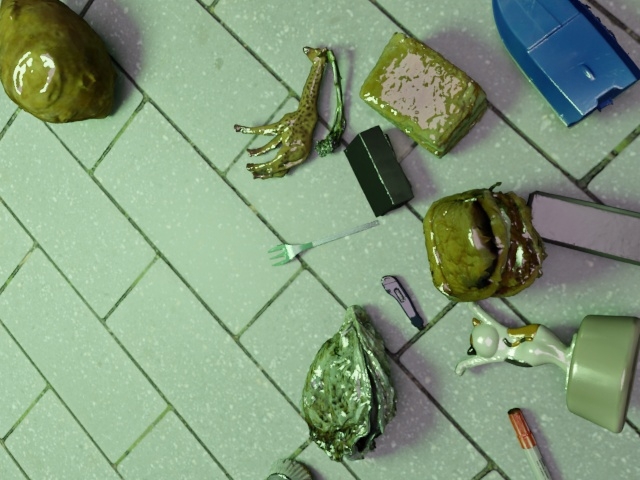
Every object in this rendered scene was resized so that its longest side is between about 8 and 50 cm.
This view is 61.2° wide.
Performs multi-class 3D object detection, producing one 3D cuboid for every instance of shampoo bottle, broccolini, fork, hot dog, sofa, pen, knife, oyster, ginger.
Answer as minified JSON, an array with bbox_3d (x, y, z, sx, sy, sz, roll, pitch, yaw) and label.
[{"bbox_3d":[0.449,-0.015,0.856,0.245,0.080,0.079,16,99,16],"label":"shampoo bottle"},{"bbox_3d":[0.024,-0.251,1.006,0.054,0.052,0.195,7,95,52],"label":"broccolini"},{"bbox_3d":[-0.001,0.000,1.036,0.235,0.021,0.039,-19,90,18],"label":"fork"},{"bbox_3d":[-0.048,0.558,1.059,0.131,0.069,0.253,-12,86,27],"label":"hot dog"},{"bbox_3d":[0.108,-0.125,0.978,0.060,0.085,0.147,-23,83,-23],"label":"sofa"},{"bbox_3d":[0.382,0.403,0.927,0.028,0.028,0.239,-25,85,18],"label":"pen"},{"bbox_3d":[0.152,0.114,0.993,0.031,0.018,0.121,-34,83,10],"label":"knife"},{"bbox_3d":[0.060,0.273,0.995,0.198,0.112,0.268,38,113,34],"label":"oyster"},{"bbox_3d":[-0.534,-0.373,1.097,0.222,0.200,0.270,8,95,19],"label":"ginger"}]

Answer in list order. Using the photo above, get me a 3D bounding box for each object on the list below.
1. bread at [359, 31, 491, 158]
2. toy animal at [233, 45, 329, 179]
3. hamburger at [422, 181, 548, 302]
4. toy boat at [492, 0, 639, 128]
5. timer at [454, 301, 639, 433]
[{"bbox_3d":[0.174,-0.245,0.924,0.196,0.102,0.138,41,107,11],"label":"bread"},{"bbox_3d":[-0.054,-0.232,1.024,0.275,0.054,0.149,-46,77,16],"label":"toy animal"},{"bbox_3d":[0.243,0.007,0.871,0.206,0.129,0.183,-19,79,56],"label":"hamburger"},{"bbox_3d":[0.371,-0.327,0.870,0.129,0.088,0.295,-36,71,17],"label":"toy boat"},{"bbox_3d":[0.358,0.182,0.878,0.265,0.175,0.176,11,96,34],"label":"timer"}]
